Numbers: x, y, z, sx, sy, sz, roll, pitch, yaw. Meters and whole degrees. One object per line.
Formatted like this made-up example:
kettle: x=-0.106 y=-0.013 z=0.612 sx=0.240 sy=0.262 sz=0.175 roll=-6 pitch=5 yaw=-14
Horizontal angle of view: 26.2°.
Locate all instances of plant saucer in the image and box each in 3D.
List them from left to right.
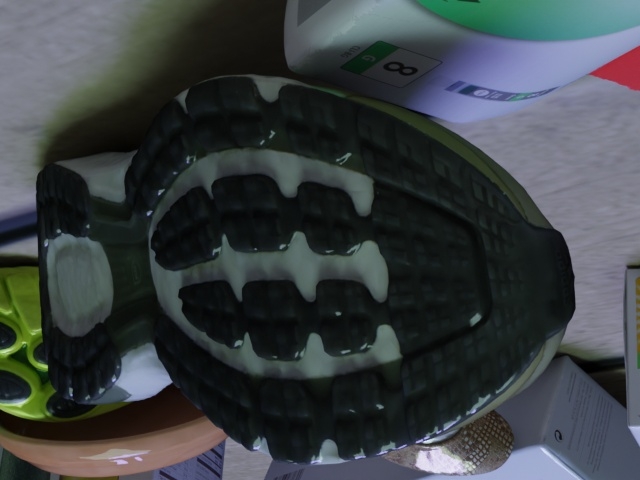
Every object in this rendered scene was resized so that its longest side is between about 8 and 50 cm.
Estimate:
plant saucer: x=-0.138 y=0.122 z=0.996 sx=0.199 sy=0.037 sz=0.200 roll=-7 pitch=-166 yaw=2

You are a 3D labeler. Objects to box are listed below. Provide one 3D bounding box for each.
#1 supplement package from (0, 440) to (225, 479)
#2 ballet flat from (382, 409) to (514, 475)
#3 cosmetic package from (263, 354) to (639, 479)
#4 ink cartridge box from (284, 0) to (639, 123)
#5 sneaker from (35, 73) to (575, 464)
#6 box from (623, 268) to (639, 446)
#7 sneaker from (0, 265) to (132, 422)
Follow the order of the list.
supplement package: x=-0.209 y=0.252 z=1.191 sx=0.199 sy=0.263 sz=0.198 roll=-1 pitch=159 yaw=12
ballet flat: x=0.043 y=0.119 z=1.017 sx=0.206 sy=0.073 sz=0.067 roll=14 pitch=153 yaw=13
cosmetic package: x=0.158 y=0.261 z=1.208 sx=0.284 sy=0.097 sz=0.377 roll=42 pitch=139 yaw=-20
ink cartridge box: x=0.126 y=-0.086 z=0.516 sx=0.224 sy=0.056 sz=0.181 roll=16 pitch=157 yaw=-26
sneaker: x=0.000 y=0.000 z=0.653 sx=0.182 sy=0.158 sz=0.410 roll=-10 pitch=-174 yaw=-30
box: x=0.296 y=0.077 z=0.856 sx=0.203 sy=0.103 sz=0.114 roll=-4 pitch=159 yaw=19
sneaker: x=-0.254 y=0.066 z=0.964 sx=0.295 sy=0.110 sz=0.123 roll=-1 pitch=-172 yaw=-1
